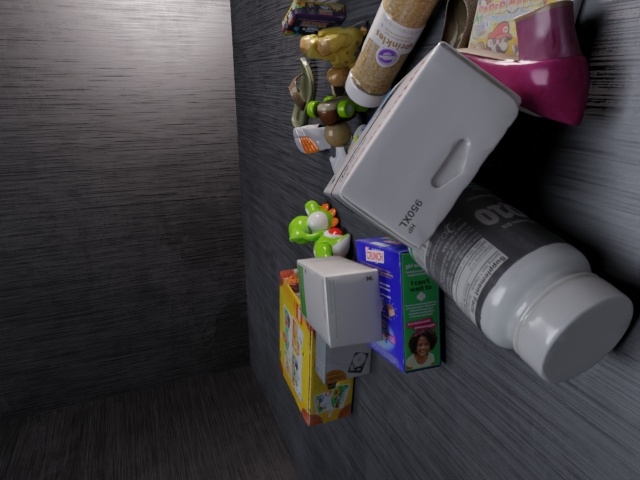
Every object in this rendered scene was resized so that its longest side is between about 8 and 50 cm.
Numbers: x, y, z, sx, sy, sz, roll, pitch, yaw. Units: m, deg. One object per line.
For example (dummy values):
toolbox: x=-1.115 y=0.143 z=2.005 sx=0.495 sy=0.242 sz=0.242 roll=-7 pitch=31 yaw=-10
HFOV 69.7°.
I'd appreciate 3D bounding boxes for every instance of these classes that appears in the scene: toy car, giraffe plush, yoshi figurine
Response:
toy car: x=0.064 y=-0.347 z=1.427 sx=0.154 sy=0.148 sz=0.189 roll=13 pitch=123 yaw=42
giraffe plush: x=0.061 y=-0.534 z=1.366 sx=0.181 sy=0.210 sz=0.171 roll=-124 pitch=16 yaw=-55
yoshi figurine: x=-0.015 y=0.018 z=1.709 sx=0.204 sy=0.202 sz=0.362 roll=97 pitch=158 yaw=-49

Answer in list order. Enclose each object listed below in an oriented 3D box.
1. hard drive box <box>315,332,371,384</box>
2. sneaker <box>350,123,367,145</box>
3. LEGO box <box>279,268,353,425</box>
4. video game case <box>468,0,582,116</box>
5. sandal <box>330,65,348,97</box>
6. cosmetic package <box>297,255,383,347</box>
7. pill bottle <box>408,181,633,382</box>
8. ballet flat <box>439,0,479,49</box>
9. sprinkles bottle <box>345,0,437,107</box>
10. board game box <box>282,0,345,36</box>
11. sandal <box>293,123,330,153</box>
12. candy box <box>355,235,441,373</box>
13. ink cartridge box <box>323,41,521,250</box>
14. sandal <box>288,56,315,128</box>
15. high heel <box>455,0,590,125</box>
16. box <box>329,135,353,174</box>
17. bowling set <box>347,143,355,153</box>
hard drive box: x=0.080 y=0.360 z=1.589 sx=0.089 sy=0.180 sz=0.233 roll=-139 pitch=44 yaw=-59
sneaker: x=0.154 y=-0.225 z=1.366 sx=0.126 sy=0.091 sz=0.241 roll=8 pitch=92 yaw=34
LEGO box: x=-0.022 y=0.406 z=1.847 sx=0.372 sy=0.192 sz=0.501 roll=-134 pitch=41 yaw=-57
video game case: x=0.354 y=-0.359 z=0.847 sx=0.227 sy=0.026 sz=0.207 roll=-128 pitch=36 yaw=-53
sandal: x=0.073 y=-0.525 z=1.478 sx=0.049 sy=0.072 sz=0.180 roll=10 pitch=103 yaw=46
cosmetic package: x=0.045 y=0.160 z=1.336 sx=0.365 sy=0.155 sz=0.197 roll=-167 pitch=72 yaw=-77
pill bottle: x=0.327 y=0.057 z=0.814 sx=0.361 sy=0.204 sz=0.204 roll=-126 pitch=35 yaw=-50
ballet flat: x=0.280 y=-0.434 z=0.968 sx=0.084 sy=0.058 sz=0.250 roll=-126 pitch=35 yaw=-51
sprinkles bottle: x=0.172 y=-0.494 z=1.139 sx=0.355 sy=0.121 sz=0.121 roll=121 pitch=136 yaw=-58
board game box: x=-0.024 y=-0.717 z=1.500 sx=0.141 sy=0.170 sz=0.048 roll=170 pitch=94 yaw=-69
sandal: x=0.004 y=-0.379 z=1.695 sx=0.265 sy=0.076 sz=0.102 roll=11 pitch=124 yaw=47
candy box: x=0.209 y=0.159 z=1.266 sx=0.268 sy=0.122 sz=0.318 roll=-158 pitch=62 yaw=-69
ink cartridge box: x=0.157 y=-0.162 z=0.881 sx=0.286 sy=0.166 sz=0.395 roll=-56 pitch=7 yaw=4
sandal: x=-0.086 y=-0.571 z=1.825 sx=0.303 sy=0.086 sz=0.120 roll=106 pitch=149 yaw=-46
high heel: x=0.296 y=-0.265 z=0.833 sx=0.377 sy=0.127 sz=0.182 roll=-171 pitch=70 yaw=-71
box: x=0.091 y=-0.241 z=1.551 sx=0.145 sy=0.038 sz=0.186 roll=122 pitch=135 yaw=-58
bowling set: x=0.211 y=-0.186 z=1.167 sx=0.200 sy=0.154 sz=0.287 roll=-46 pitch=51 yaw=41
